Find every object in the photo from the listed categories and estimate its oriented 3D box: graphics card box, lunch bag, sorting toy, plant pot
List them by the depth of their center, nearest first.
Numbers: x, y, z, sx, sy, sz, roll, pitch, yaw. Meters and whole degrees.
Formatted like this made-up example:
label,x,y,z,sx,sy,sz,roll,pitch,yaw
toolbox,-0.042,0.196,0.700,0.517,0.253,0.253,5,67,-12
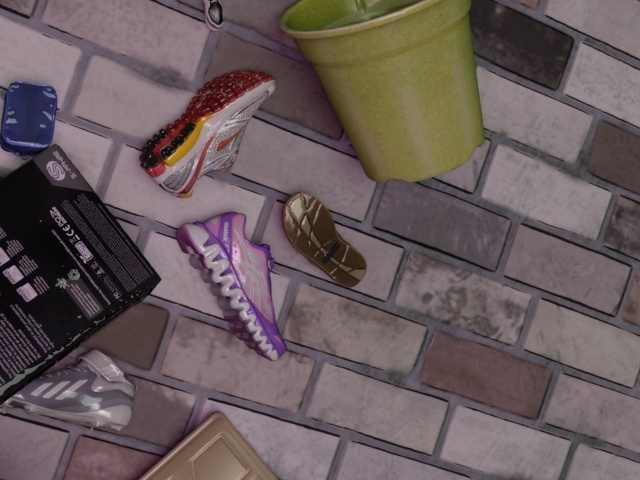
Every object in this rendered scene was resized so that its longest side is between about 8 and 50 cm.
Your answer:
label,x,y,z,sx,sy,sz,roll,pitch,yaw
graphics card box,-0.416,0.073,1.527,0.371,0.094,0.233,-39,89,-21
lunch bag,-0.384,-0.155,1.589,0.067,0.065,0.099,9,82,-17
plant pot,0.113,-0.228,1.682,0.276,0.276,0.254,-27,115,-16
sorting toy,-0.198,0.418,1.728,0.307,0.041,0.229,-41,111,-12

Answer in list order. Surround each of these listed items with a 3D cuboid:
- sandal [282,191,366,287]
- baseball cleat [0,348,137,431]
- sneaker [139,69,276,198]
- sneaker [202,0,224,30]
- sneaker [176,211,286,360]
label,x,y,z,sx,sy,sz,roll,pitch,yaw
sandal,0.000,0.000,1.759,0.072,0.049,0.180,-46,123,-5
baseball cleat,-0.351,0.193,1.642,0.205,0.072,0.110,18,73,-23
sneaker,-0.147,-0.151,1.679,0.225,0.088,0.093,-44,128,-11
sneaker,-0.149,-0.333,1.676,0.031,0.037,0.083,-18,99,-16
sneaker,-0.100,0.058,1.703,0.104,0.095,0.236,-35,105,-22
